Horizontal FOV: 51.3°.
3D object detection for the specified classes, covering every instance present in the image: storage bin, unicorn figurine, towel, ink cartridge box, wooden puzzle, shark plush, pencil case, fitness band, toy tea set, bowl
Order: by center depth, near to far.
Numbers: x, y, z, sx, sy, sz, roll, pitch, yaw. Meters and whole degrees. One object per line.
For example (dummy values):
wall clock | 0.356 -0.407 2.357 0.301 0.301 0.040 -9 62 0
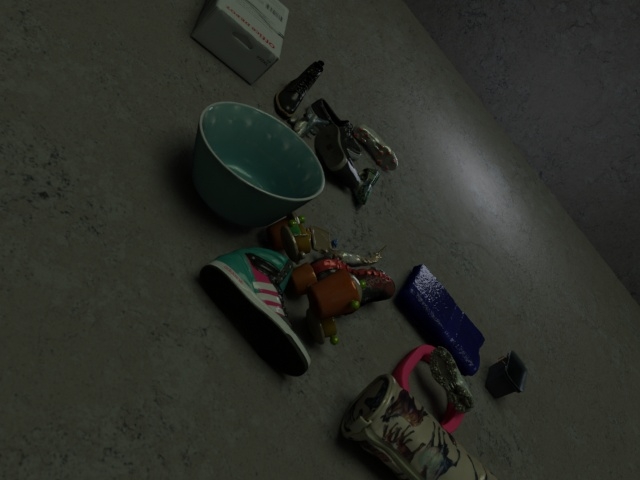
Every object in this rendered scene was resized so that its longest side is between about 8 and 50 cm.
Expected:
pencil case | 0.219 0.468 1.432 0.410 0.160 0.183 45 19 -13
toy tea set | -0.005 0.057 1.494 0.124 0.200 0.335 -20 68 -17
bowl | -0.164 -0.150 1.500 0.312 0.163 0.311 26 35 -21
fitness band | 0.279 0.381 1.690 0.209 0.054 0.291 55 31 3
unicorn figurine | 0.078 0.044 1.696 0.162 0.111 0.060 -7 97 -44
wooden puzzle | 0.000 0.000 1.735 0.116 0.014 0.078 28 44 -33
towel | 0.344 0.227 1.909 0.308 0.076 0.227 51 25 -2
ink cartridge box | -0.225 -0.633 1.939 0.223 0.129 0.307 36 36 -26
storage bin | 0.541 0.398 1.971 0.098 0.091 0.135 50 32 -5
shark plush | -0.035 -0.339 1.982 0.161 0.073 0.067 -27 102 -62

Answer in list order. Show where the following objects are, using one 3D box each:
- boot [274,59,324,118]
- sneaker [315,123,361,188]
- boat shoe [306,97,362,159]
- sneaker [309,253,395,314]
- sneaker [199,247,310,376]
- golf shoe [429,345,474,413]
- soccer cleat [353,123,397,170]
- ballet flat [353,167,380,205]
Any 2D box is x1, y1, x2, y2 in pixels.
boot | -0.060 -0.455 1.973 0.077 0.137 0.197 38 36 -22
sneaker | 0.052 -0.248 1.995 0.118 0.083 0.222 51 20 -41
boat shoe | 0.059 -0.352 2.083 0.228 0.076 0.080 46 33 -11
sneaker | 0.087 0.128 1.645 0.276 0.098 0.135 17 47 -41
sneaker | -0.099 0.128 1.396 0.295 0.124 0.178 50 42 -3
golf shoe | 0.334 0.356 1.700 0.086 0.069 0.176 29 36 -65
soccer cleat | 0.190 -0.317 2.229 0.196 0.068 0.076 45 30 -8
ballet flat | 0.129 -0.166 2.024 0.070 0.070 0.188 47 31 -11
